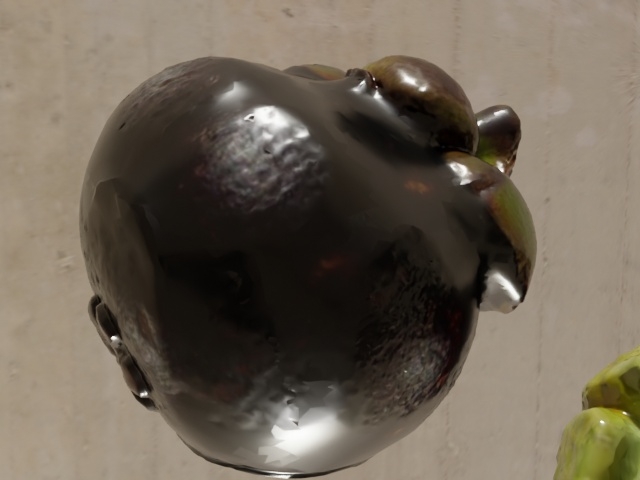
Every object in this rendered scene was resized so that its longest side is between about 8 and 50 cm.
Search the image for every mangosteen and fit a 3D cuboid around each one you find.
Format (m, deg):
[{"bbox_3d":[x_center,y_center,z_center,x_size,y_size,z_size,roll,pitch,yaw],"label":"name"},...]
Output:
[{"bbox_3d":[-0.002,0.005,0.793,0.288,0.287,0.233,4,-77,14],"label":"mangosteen"}]

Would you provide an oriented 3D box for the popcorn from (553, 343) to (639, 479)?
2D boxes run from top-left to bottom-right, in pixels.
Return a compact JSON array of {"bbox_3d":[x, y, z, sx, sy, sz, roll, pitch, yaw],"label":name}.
[{"bbox_3d":[0.291,0.183,0.863,0.282,0.247,0.282,14,-49,17],"label":"popcorn"}]
